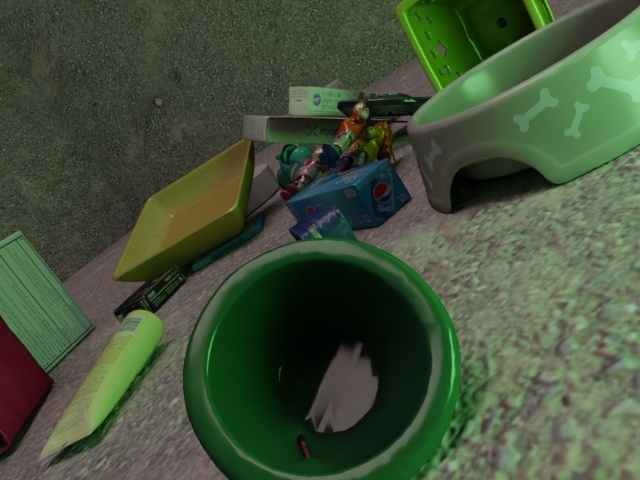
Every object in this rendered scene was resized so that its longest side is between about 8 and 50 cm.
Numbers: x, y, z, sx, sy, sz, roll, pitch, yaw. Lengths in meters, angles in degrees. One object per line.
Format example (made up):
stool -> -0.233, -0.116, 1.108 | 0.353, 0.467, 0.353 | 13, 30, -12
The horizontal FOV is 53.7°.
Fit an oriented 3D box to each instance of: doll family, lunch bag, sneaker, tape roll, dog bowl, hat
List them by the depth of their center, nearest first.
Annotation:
hat -> 0.009, 0.112, 0.470 | 0.173, 0.184, 0.208 | -43, 57, -11
dog bowl -> 0.255, -0.168, 0.730 | 0.348, 0.102, 0.349 | -31, 13, 8
lunch bag -> 0.000, 0.000, 0.786 | 0.065, 0.067, 0.098 | -35, 12, -9
doll family -> 0.048, -0.138, 1.122 | 0.163, 0.118, 0.263 | -54, 10, -31
sneaker -> -0.044, -0.161, 1.368 | 0.107, 0.110, 0.275 | -36, 13, -10
tape roll -> -0.285, -0.077, 1.709 | 0.392, 0.072, 0.392 | -30, 14, 8

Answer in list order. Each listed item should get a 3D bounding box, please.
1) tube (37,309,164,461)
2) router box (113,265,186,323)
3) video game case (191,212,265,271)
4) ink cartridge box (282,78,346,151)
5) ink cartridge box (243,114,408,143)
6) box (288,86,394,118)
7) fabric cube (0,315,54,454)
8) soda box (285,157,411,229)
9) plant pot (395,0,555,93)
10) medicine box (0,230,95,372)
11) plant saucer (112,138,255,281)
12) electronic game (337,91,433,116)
tube -> -0.273, 0.180, 0.816 | 0.240, 0.062, 0.070 | -73, -2, -62
router box -> -0.329, 0.107, 1.226 | 0.092, 0.038, 0.122 | -26, 15, 29
video game case -> -0.192, 0.002, 1.335 | 0.166, 0.015, 0.119 | -31, 13, 6
ink cartridge box -> 0.016, -0.313, 1.670 | 0.093, 0.154, 0.212 | -23, 16, 36
ink cartridge box -> 0.007, -0.233, 1.341 | 0.275, 0.060, 0.239 | -4, 14, -29
box -> 0.059, -0.320, 1.482 | 0.067, 0.063, 0.324 | 10, 13, 39
fabric cube -> -0.610, 0.235, 0.955 | 0.254, 0.259, 0.258 | -35, 11, -4
soda box -> 0.033, -0.058, 0.918 | 0.071, 0.067, 0.210 | -39, 15, -24
plant pot -> 0.313, -0.403, 1.184 | 0.227, 0.228, 0.207 | -23, 9, 37
medicine box -> -0.648, 0.166, 1.261 | 0.149, 0.264, 0.289 | -28, 14, 22
plant saucer -> -0.275, -0.058, 1.404 | 0.332, 0.081, 0.333 | -29, 30, 19
electronic game -> 0.148, -0.275, 1.279 | 0.229, 0.048, 0.229 | -1, 10, 0
